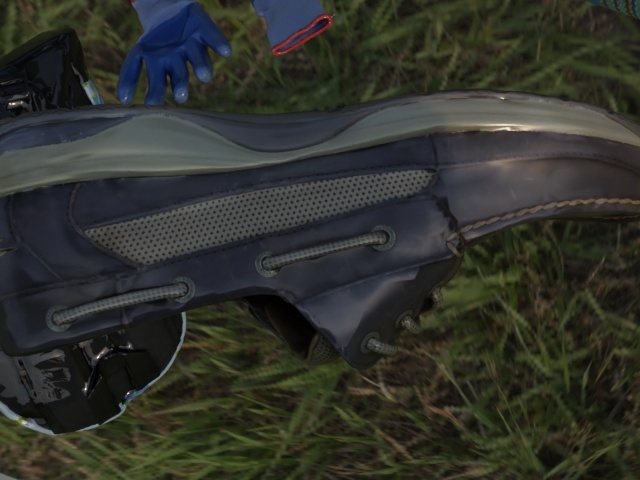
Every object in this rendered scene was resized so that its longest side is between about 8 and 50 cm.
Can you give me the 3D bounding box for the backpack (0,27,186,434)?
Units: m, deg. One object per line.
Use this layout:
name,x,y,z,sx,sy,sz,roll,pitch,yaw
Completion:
backpack,-0.284,0.017,1.338,0.290,0.273,0.355,-38,103,-17

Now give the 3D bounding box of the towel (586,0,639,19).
towel,0.196,-0.219,0.627,0.040,0.271,0.370,-29,43,-36

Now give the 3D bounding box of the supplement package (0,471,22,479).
supplement package,-0.327,0.253,0.961,0.149,0.194,0.203,-20,50,45

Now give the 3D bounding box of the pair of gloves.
pair of gloves,-0.066,-0.172,0.979,0.198,0.023,0.159,-28,44,13

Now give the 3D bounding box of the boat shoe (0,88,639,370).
boat shoe,0.000,0.000,0.682,0.355,0.132,0.130,-3,87,-8
